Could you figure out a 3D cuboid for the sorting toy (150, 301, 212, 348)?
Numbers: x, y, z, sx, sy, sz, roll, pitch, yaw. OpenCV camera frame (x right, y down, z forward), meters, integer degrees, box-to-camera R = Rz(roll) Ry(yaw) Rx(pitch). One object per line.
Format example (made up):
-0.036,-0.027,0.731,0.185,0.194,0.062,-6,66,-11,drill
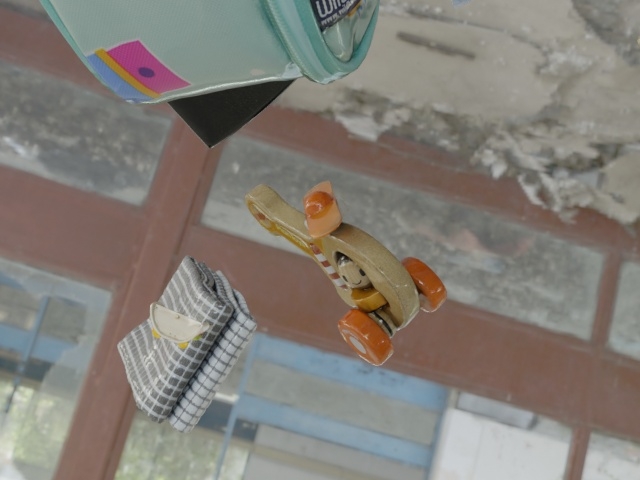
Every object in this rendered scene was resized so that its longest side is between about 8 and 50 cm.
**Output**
-0.187,0.117,1.346,0.083,0.044,0.075,20,-170,18,sorting toy

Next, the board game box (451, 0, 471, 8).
0.171,-0.576,1.545,0.066,0.318,0.318,-22,121,21,board game box

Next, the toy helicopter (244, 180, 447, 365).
0.000,0.000,1.353,0.355,0.140,0.235,33,159,42,toy helicopter

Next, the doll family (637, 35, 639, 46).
0.369,-0.134,0.864,0.193,0.076,0.111,24,180,-12,doll family

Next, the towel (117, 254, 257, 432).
-0.236,0.166,1.667,0.121,0.235,0.284,28,-175,-24,towel

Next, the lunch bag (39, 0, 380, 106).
-0.036,-0.200,0.343,0.108,0.279,0.224,-1,141,16,lunch bag

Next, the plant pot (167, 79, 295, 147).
-0.108,-0.259,1.154,0.167,0.188,0.187,-21,134,22,plant pot
